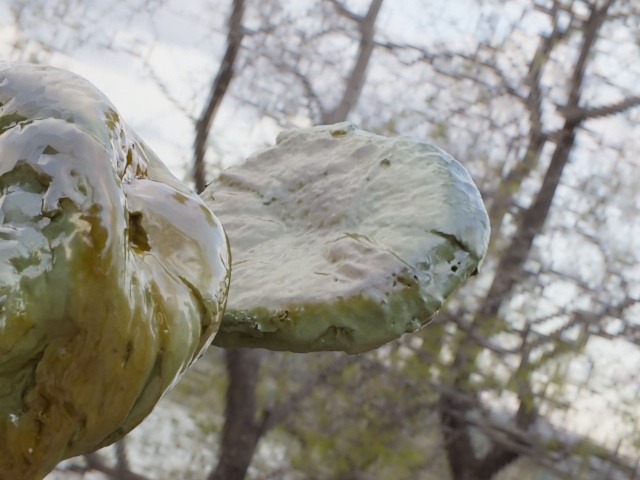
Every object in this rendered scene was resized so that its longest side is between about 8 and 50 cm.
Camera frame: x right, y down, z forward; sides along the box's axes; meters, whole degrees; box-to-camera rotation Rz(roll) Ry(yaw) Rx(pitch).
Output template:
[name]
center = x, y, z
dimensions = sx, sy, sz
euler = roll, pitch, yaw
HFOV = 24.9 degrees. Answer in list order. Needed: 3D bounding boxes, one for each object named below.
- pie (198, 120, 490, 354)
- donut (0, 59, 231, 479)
[pie]
center = 0.000, 0.000, 1.231
dimensions = 0.306, 0.306, 0.071
euler = 14, -44, 39
[donut]
center = -0.239, 0.034, 0.986
dimensions = 0.360, 0.360, 0.170
euler = 13, -28, 40
